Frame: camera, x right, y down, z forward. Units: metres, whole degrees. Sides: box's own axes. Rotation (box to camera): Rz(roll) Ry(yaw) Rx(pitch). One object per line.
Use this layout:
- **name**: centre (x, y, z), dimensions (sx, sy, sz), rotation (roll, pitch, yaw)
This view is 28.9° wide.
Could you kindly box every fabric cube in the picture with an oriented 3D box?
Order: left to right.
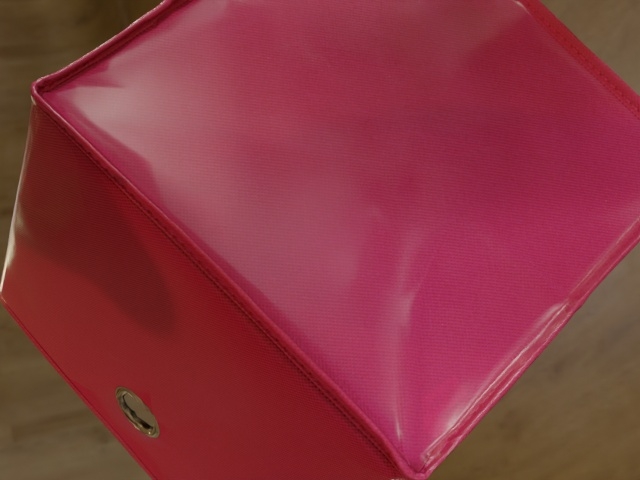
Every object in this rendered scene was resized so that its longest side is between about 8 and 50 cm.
- **fabric cube**: centre (0.000, 0.000, 0.705), dimensions (0.254, 0.259, 0.258), rotation (46, 151, 6)
